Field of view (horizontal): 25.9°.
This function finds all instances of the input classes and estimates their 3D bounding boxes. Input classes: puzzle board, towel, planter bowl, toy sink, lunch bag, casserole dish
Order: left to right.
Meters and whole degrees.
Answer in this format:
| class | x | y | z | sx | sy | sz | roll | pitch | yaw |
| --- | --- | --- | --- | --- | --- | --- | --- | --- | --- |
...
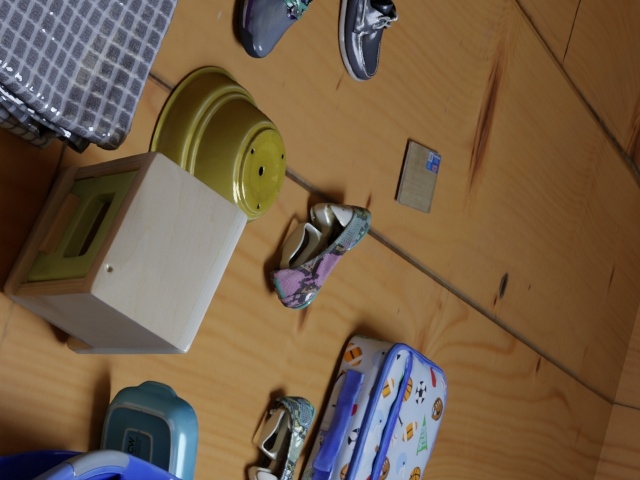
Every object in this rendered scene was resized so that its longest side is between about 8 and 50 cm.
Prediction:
| class | x | y | z | sx | sy | sz | roll | pitch | yaw |
| --- | --- | --- | --- | --- | --- | --- | --- | --- | --- |
| towel | -0.233 | -0.238 | 1.257 | 0.235 | 0.121 | 0.284 | 41 | 64 | -59 |
| toy sink | -0.209 | 0.016 | 1.369 | 0.131 | 0.234 | 0.153 | 36 | 67 | -29 |
| casserole dish | -0.196 | 0.249 | 1.533 | 0.037 | 0.114 | 0.189 | -14 | 113 | -67 |
| planter bowl | -0.101 | -0.086 | 1.609 | 0.217 | 0.090 | 0.217 | -34 | 131 | -53 |
| lunch bag | 0.078 | 0.304 | 2.098 | 0.243 | 0.114 | 0.303 | 40 | 65 | -58 |
| puzzle board | 0.154 | -0.098 | 2.183 | 0.128 | 0.011 | 0.096 | 15 | 86 | -64 |

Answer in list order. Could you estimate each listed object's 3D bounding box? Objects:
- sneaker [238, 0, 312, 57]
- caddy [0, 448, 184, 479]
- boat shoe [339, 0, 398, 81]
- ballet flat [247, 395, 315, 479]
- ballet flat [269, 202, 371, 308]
| class | x | y | z | sx | sy | sz | roll | pitch | yaw |
| --- | --- | --- | --- | --- | --- | --- | --- | --- | --- |
| sneaker | -0.021 | -0.316 | 1.657 | 0.083 | 0.098 | 0.224 | 48 | 58 | -58 |
| caddy | -0.235 | 0.288 | 1.345 | 0.341 | 0.241 | 0.179 | 3 | 102 | -63 |
| boat shoe | 0.069 | -0.309 | 1.871 | 0.075 | 0.065 | 0.206 | -38 | 134 | -52 |
| ballet flat | -0.065 | 0.299 | 1.885 | 0.070 | 0.070 | 0.188 | 36 | 67 | -61 |
| ballet flat | 0.000 | 0.000 | 1.872 | 0.221 | 0.076 | 0.079 | -51 | 123 | -41 |
